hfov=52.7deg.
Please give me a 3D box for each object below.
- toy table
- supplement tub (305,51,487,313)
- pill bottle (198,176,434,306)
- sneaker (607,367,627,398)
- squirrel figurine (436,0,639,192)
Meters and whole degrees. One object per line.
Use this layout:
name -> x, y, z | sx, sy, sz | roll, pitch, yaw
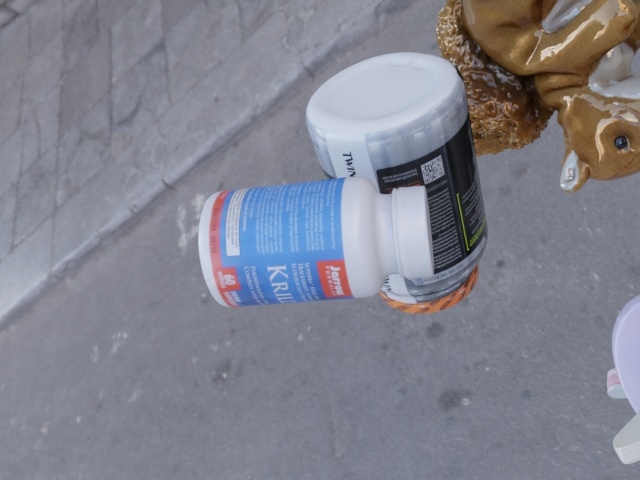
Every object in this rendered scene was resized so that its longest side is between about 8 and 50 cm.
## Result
toy table -> 0.521, 0.214, 0.885 | 0.252, 0.161, 0.274 | -42, 91, 21
supplement tub -> 0.112, -0.063, 0.847 | 0.193, 0.316, 0.194 | -13, 38, 10
pill bottle -> 0.000, 0.000, 0.659 | 0.221, 0.124, 0.124 | -6, 64, 13
sneaker -> 0.662, 0.293, 1.339 | 0.134, 0.051, 0.070 | 1, 37, 14
squirrel figurine -> 0.358, -0.261, 0.994 | 0.397, 0.281, 0.371 | -15, 104, 58
